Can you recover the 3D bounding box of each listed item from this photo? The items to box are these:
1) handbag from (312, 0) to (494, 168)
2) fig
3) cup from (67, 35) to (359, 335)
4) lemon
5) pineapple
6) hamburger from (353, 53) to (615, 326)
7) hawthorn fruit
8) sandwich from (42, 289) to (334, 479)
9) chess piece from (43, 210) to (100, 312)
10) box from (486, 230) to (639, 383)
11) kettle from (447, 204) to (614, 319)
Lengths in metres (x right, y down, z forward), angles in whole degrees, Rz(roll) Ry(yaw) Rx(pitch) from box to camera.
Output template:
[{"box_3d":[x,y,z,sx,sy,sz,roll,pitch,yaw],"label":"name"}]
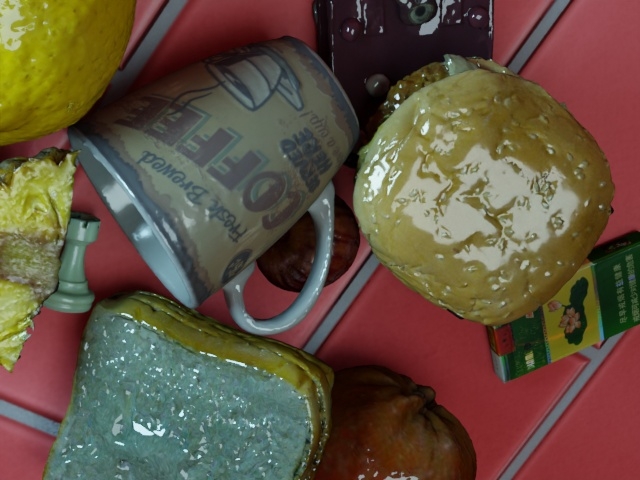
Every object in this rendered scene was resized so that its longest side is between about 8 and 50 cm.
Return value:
[{"box_3d":[0.098,-0.195,1.565,0.203,0.074,0.216,-11,120,-19],"label":"handbag"},{"box_3d":[-0.015,0.002,1.601,0.128,0.128,0.150,-35,164,-3],"label":"fig"},{"box_3d":[-0.075,-0.056,1.459,0.257,0.227,0.301,-34,101,-10],"label":"cup"},{"box_3d":[-0.299,-0.223,1.259,0.293,0.293,0.293,-10,119,-18],"label":"lemon"},{"box_3d":[-0.358,-0.004,1.425,0.164,0.140,0.249,2,114,-28],"label":"pineapple"},{"box_3d":[0.170,-0.054,1.512,0.283,0.144,0.259,32,103,-11],"label":"hamburger"},{"box_3d":[0.063,0.286,1.703,0.258,0.258,0.261,11,91,-28],"label":"hawthorn fruit"},{"box_3d":[-0.144,0.215,1.571,0.301,0.099,0.271,20,111,11],"label":"sandwich"},{"box_3d":[-0.270,0.022,1.529,0.067,0.067,0.103,10,103,-27],"label":"chess piece"},{"box_3d":[0.328,0.087,1.836,0.235,0.034,0.132,-23,123,-11],"label":"box"},{"box_3d":[0.200,-0.026,1.666,0.232,0.144,0.202,-42,105,5],"label":"kettle"}]
